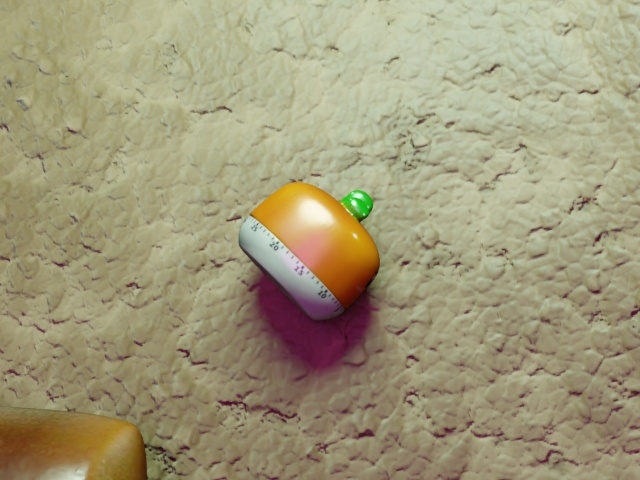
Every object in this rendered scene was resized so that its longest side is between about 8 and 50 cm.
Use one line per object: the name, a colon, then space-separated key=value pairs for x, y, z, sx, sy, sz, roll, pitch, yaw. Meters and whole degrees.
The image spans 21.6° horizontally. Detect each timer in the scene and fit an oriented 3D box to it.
timer: x=0.000 y=0.000 z=1.582 sx=0.136 sy=0.099 sz=0.136 roll=1 pitch=79 yaw=-4

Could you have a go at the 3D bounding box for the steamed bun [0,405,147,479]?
steamed bun: x=-0.282 y=0.332 z=1.482 sx=0.235 sy=0.248 sz=0.379 roll=6 pitch=79 yaw=10
